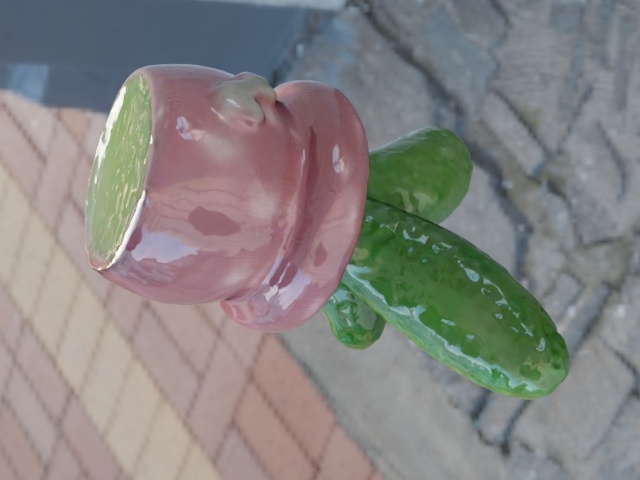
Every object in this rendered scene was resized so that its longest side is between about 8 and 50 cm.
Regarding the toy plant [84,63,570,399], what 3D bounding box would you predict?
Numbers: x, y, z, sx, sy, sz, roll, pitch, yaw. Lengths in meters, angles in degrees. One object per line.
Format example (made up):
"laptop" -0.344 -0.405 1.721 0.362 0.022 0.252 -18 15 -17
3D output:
"toy plant" -0.003 -0.004 1.261 0.210 0.356 0.317 -56 32 26
